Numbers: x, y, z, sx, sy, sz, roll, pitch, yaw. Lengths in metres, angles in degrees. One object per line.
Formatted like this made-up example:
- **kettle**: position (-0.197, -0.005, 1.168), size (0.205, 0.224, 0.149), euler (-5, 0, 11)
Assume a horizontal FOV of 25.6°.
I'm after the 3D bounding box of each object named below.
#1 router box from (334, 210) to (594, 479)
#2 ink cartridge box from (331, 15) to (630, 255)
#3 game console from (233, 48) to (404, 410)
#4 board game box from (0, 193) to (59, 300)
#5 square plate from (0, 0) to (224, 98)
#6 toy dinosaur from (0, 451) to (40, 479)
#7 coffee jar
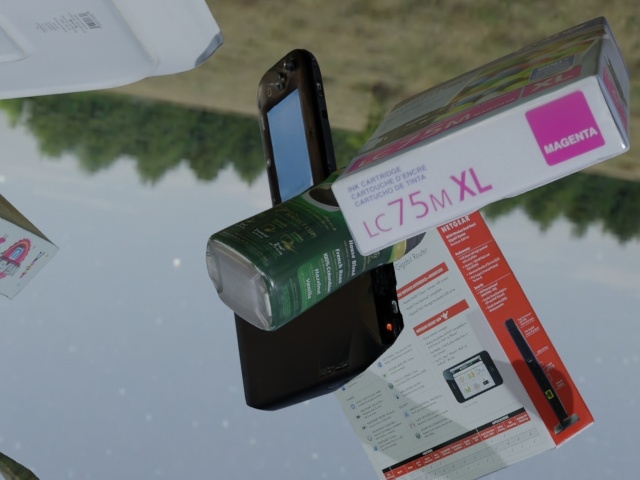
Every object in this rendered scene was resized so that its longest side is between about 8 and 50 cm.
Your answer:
- **router box**: position (0.145, 0.159, 1.792), size (0.082, 0.301, 0.335), euler (-23, 173, -39)
- **ink cartridge box**: position (0.128, -0.088, 1.014), size (0.185, 0.065, 0.311), euler (-22, -171, 18)
- **game console**: position (-0.023, -0.017, 1.461), size (0.044, 0.361, 0.213), euler (9, 155, -42)
- **board game box**: position (-0.484, -0.072, 1.715), size (0.303, 0.097, 0.224), euler (43, 178, 12)
- **square plate**: position (-0.260, -0.158, 0.968), size (0.344, 0.049, 0.347), euler (-5, 169, 5)
- **toy dinosaur**: position (-0.190, 0.226, 0.992), size (0.064, 0.118, 0.268), euler (-2, -164, -40)
- **coffee jar**: position (0.000, 0.000, 1.206), size (0.184, 0.079, 0.096), euler (-28, -141, -29)
